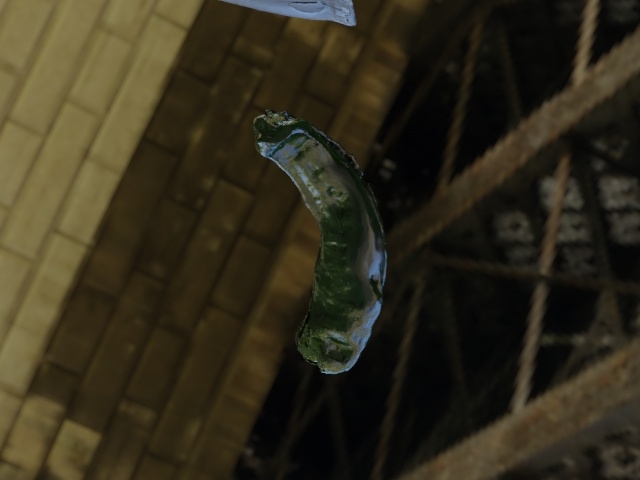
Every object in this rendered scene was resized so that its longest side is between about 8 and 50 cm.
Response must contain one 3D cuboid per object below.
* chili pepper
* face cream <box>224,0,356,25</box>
[{"bbox_3d":[0.007,-0.004,0.681,0.035,0.118,0.055,14,-140,34],"label":"chili pepper"},{"bbox_3d":[-0.117,-0.251,1.517,0.143,0.314,0.089,63,50,-87],"label":"face cream"}]
